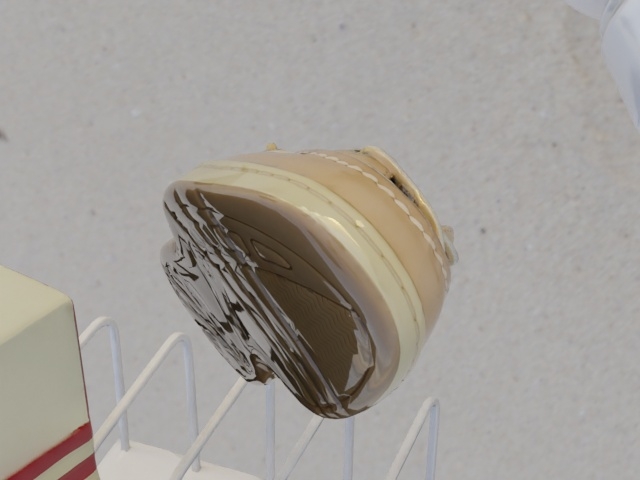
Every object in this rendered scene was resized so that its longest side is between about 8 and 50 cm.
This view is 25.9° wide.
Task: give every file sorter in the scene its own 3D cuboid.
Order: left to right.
[{"bbox_3d":[-0.071,0.186,0.980,0.277,0.193,0.173,12,126,18],"label":"file sorter"}]

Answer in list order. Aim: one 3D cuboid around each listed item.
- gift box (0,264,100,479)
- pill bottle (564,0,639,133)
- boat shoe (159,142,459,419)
[{"bbox_3d":[-0.296,0.145,0.737,0.276,0.258,0.255,14,123,34],"label":"gift box"},{"bbox_3d":[0.149,-0.195,0.587,0.161,0.161,0.283,-37,63,44],"label":"pill bottle"},{"bbox_3d":[0.000,0.000,0.648,0.122,0.110,0.341,56,168,-5],"label":"boat shoe"}]
